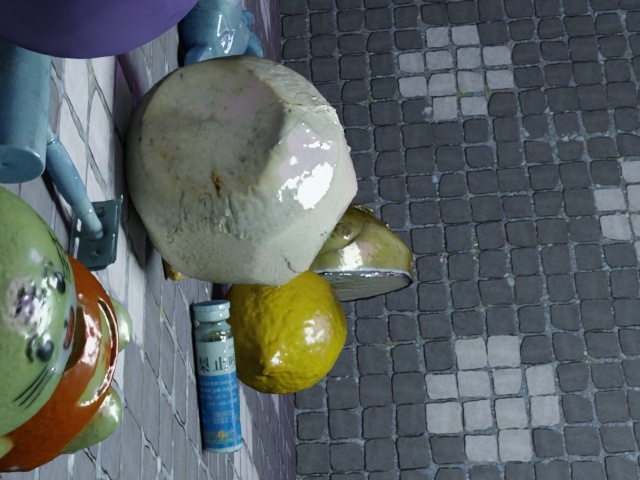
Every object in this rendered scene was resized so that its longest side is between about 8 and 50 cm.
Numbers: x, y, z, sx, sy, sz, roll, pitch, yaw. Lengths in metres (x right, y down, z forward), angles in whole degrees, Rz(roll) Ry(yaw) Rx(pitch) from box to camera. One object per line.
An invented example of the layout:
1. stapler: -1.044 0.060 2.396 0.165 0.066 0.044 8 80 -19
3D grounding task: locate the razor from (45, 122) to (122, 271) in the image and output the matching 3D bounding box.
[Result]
1. razor: -0.184 -0.041 0.912 0.135 0.040 0.068 74 10 -54

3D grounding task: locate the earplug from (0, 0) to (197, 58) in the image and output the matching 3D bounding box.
1. earplug: -0.131 -0.317 0.740 0.215 0.215 0.456 80 9 -66

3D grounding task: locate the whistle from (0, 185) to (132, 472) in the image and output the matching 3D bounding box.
1. whistle: -0.154 0.052 0.596 0.288 0.106 0.131 78 15 -70

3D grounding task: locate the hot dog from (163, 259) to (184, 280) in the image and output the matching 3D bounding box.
1. hot dog: -0.165 -0.020 1.363 0.044 0.028 0.137 -55 143 -75

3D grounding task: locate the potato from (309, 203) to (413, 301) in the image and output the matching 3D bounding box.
1. potato: 0.000 0.000 2.082 0.246 0.300 0.196 30 55 -69

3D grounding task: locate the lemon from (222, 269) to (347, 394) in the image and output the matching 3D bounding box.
1. lemon: -0.058 0.123 1.780 0.256 0.188 0.188 -83 169 -66

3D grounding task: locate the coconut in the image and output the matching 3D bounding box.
1. coconut: -0.077 -0.062 1.238 0.230 0.227 0.227 63 22 -65

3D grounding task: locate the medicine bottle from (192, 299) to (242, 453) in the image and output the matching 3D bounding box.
1. medicine bottle: -0.130 0.172 1.555 0.051 0.051 0.191 -76 162 -82

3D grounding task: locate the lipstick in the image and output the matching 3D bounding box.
1. lipstick: -0.188 -0.114 0.755 0.048 0.048 0.158 81 5 -63

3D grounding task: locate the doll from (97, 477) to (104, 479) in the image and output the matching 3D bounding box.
1. doll: -0.153 0.259 0.942 0.115 0.050 0.190 -103 -175 -59

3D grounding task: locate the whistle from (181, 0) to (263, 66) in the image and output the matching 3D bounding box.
1. whistle: -0.137 -0.252 1.648 0.180 0.093 0.269 -55 148 -46
